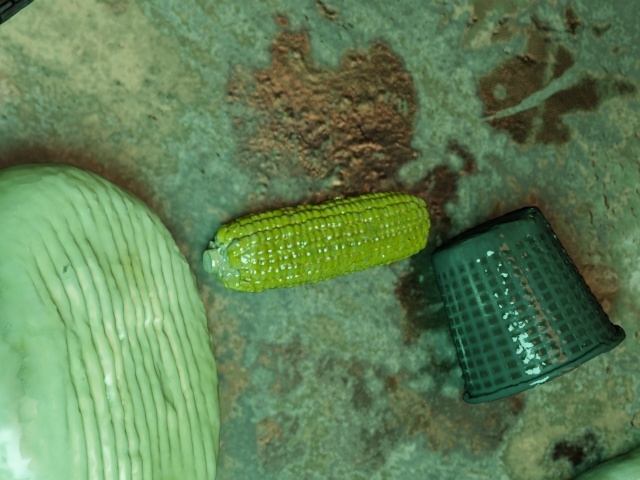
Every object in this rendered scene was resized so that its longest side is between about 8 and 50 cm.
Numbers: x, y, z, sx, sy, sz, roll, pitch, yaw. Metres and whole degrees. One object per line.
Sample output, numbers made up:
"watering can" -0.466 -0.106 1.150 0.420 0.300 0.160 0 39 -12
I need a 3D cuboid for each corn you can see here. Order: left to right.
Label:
"corn" 0.000 0.000 1.480 0.238 0.080 0.080 -12 97 -22

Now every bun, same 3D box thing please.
"bun" -0.237 0.121 1.299 0.361 0.213 0.361 41 41 -49

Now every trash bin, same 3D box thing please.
"trash bin" 0.191 0.059 1.529 0.175 0.175 0.161 -26 91 -21

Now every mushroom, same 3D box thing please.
"mushroom" 0.296 0.274 1.615 0.223 0.092 0.081 -23 84 -29

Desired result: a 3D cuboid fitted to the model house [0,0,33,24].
"model house" -0.291 -0.297 1.298 0.280 0.230 0.249 -38 147 -16
